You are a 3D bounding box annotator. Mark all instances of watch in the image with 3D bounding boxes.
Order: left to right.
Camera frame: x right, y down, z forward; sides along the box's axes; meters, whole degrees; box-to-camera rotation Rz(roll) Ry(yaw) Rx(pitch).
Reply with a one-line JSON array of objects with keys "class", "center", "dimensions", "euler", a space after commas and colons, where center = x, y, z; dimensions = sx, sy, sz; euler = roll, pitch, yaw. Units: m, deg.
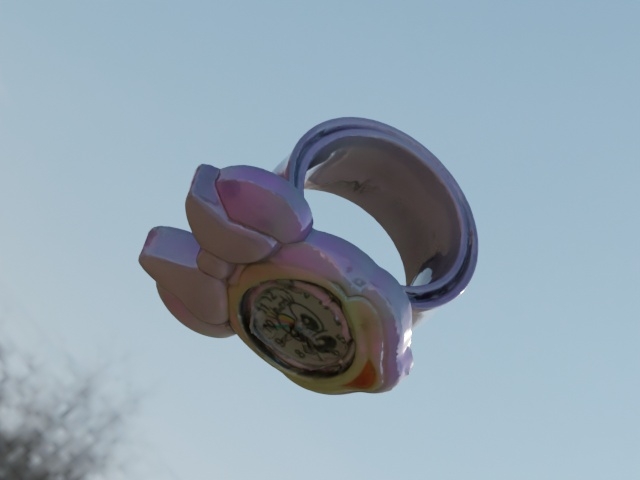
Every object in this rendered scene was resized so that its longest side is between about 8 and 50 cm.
[{"class": "watch", "center": [0.000, 0.000, 1.641], "dimensions": [0.248, 0.217, 0.211], "euler": [38, -42, -5]}]
